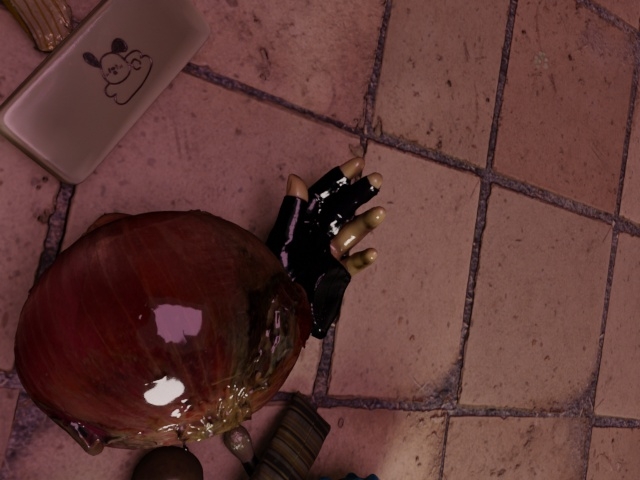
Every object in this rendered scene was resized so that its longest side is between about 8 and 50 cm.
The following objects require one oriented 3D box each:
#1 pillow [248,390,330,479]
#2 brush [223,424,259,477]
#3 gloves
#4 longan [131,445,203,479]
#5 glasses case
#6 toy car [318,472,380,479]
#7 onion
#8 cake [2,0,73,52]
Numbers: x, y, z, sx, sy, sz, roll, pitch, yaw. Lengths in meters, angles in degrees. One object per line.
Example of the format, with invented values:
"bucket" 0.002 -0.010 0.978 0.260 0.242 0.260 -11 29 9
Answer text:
"pillow" -0.052 0.363 0.915 0.113 0.038 0.203 54 49 -28
"brush" -0.086 0.422 0.929 0.039 0.042 0.299 -41 115 -42
"gloves" -0.006 0.002 0.896 0.197 0.152 0.301 30 101 -33
"longan" -0.223 0.357 0.811 0.113 0.092 0.113 -1 93 -29
"glasses case" -0.291 -0.231 0.768 0.131 0.070 0.313 47 68 -35
"toy car" 0.034 0.483 0.895 0.190 0.188 0.255 59 35 1
"onion" -0.189 0.121 0.705 0.353 0.353 0.354 0 90 -30
"cake" -0.381 -0.341 0.708 0.079 0.116 0.185 -38 103 -26
